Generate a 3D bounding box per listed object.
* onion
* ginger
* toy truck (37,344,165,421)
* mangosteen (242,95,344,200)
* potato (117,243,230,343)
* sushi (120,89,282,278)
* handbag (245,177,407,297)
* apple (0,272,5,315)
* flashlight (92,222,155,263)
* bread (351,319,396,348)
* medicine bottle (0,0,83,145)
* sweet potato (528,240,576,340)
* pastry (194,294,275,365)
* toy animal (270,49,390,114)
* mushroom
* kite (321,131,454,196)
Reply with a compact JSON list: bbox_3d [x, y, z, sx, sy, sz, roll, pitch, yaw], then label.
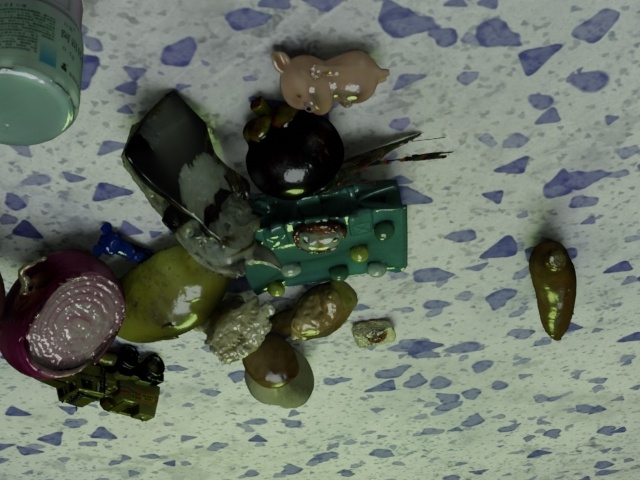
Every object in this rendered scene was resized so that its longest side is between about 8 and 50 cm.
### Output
[{"bbox_3d":[-0.421,0.114,1.505,0.201,0.207,0.200,10,180,0],"label":"onion"},{"bbox_3d":[-0.027,0.136,1.652,0.131,0.086,0.294,-40,-176,-25],"label":"ginger"},{"bbox_3d":[-0.430,0.266,1.809,0.127,0.127,0.257,-30,137,34],"label":"toy truck"},{"bbox_3d":[-0.045,-0.128,1.270,0.137,0.137,0.151,-27,107,30],"label":"mangosteen"},{"bbox_3d":[-0.250,0.107,1.575,0.272,0.111,0.160,-33,150,30],"label":"potato"},{"bbox_3d":[-0.167,-0.050,1.274,0.109,0.134,0.273,-20,120,45],"label":"sushi"},{"bbox_3d":[0.001,0.005,1.440,0.269,0.100,0.274,-7,162,2],"label":"handbag"},{"bbox_3d":[-0.622,0.093,1.373,0.306,0.305,0.235,-22,114,24],"label":"apple"},{"bbox_3d":[-0.315,0.013,1.516,0.035,0.057,0.121,15,173,40],"label":"flashlight"},{"bbox_3d":[0.105,0.183,1.842,0.083,0.035,0.070,-12,148,4],"label":"bread"},{"bbox_3d":[-0.330,-0.208,1.044,0.135,0.168,0.135,-5,147,-3],"label":"medicine bottle"},{"bbox_3d":[0.406,0.063,1.634,0.079,0.108,0.346,-16,150,7],"label":"sweet potato"},{"bbox_3d":[-0.151,0.148,1.596,0.121,0.089,0.258,-27,-177,-14],"label":"pastry"},{"bbox_3d":[0.013,-0.203,1.199,0.150,0.089,0.083,-1,125,-1],"label":"toy animal"},{"bbox_3d":[-0.081,0.253,1.811,0.128,0.128,0.350,-7,163,2],"label":"mushroom"},{"bbox_3d":[0.084,-0.108,1.294,0.244,0.198,0.006,3,121,54],"label":"kite"}]
